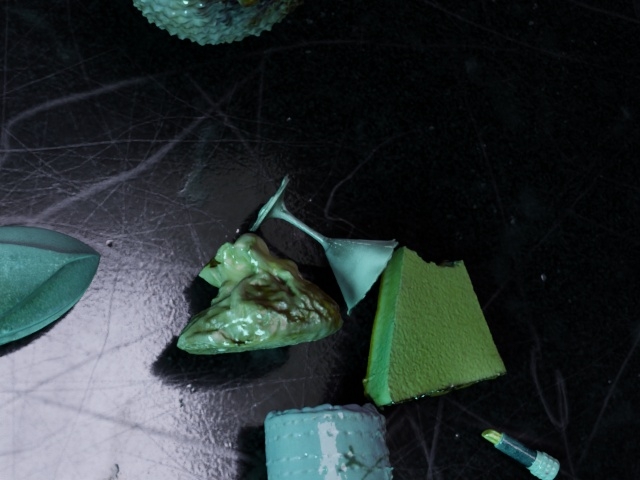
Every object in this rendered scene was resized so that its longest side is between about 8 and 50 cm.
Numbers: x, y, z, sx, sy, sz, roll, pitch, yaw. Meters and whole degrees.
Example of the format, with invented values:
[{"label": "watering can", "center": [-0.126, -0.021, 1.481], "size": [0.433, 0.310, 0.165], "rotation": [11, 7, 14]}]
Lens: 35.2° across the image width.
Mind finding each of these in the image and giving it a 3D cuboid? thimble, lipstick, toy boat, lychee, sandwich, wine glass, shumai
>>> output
[{"label": "thimble", "center": [0.007, 0.264, 1.251], "size": [0.151, 0.127, 0.117], "rotation": [7, 69, -34]}, {"label": "lipstick", "center": [0.280, 0.296, 1.422], "size": [0.116, 0.037, 0.037], "rotation": [33, 60, -5]}, {"label": "toy boat", "center": [-0.399, 0.058, 1.173], "size": [0.320, 0.092, 0.141], "rotation": [-16, 77, -36]}, {"label": "lychee", "center": [-0.142, -0.413, 1.366], "size": [0.300, 0.300, 0.300], "rotation": [9, 67, -22]}, {"label": "sandwich", "center": [0.127, 0.111, 1.380], "size": [0.245, 0.063, 0.212], "rotation": [-4, 69, -45]}, {"label": "wine glass", "center": [0.000, 0.000, 1.366], "size": [0.183, 0.122, 0.122], "rotation": [33, 60, -5]}, {"label": "shumai", "center": [-0.083, 0.068, 1.273], "size": [0.210, 0.161, 0.153], "rotation": [-9, 77, -9]}]
